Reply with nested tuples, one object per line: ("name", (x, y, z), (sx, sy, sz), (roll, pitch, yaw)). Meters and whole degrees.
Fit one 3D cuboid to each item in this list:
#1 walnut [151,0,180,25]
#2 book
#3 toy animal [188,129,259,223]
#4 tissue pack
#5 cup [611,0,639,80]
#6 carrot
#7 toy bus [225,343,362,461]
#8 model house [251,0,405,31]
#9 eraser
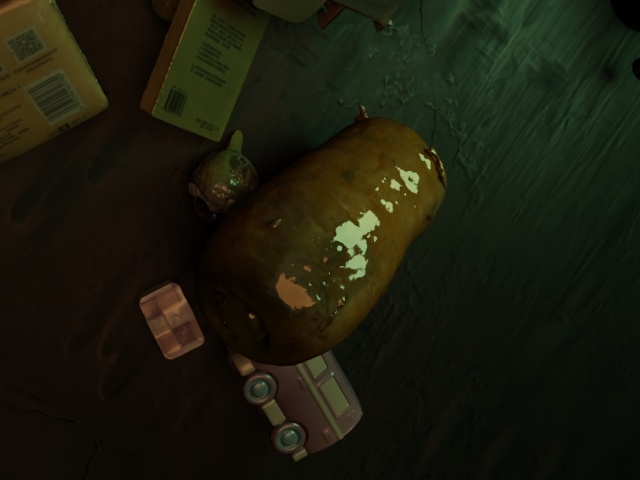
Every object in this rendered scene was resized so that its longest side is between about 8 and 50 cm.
("walnut", (-0.175, -0.318, 0.977), (0.092, 0.092, 0.092), (-4, 103, -18))
("book", (-0.139, -0.252, 0.980), (0.161, 0.026, 0.230), (15, 99, -64))
("toy animal", (-0.137, -0.085, 1.049), (0.098, 0.137, 0.098), (-4, 143, -3))
("tissue pack", (-0.440, -0.205, 0.856), (0.306, 0.238, 0.238), (-31, 110, -10))
("cup", (0.575, -0.374, 1.175), (0.166, 0.177, 0.239), (-10, 105, -18))
("carrot", (0.000, 0.000, 0.990), (0.340, 0.224, 0.224), (-47, 115, -36))
("toy bus", (-0.044, 0.197, 1.104), (0.142, 0.142, 0.202), (-30, 111, -5))
("model house", (-0.030, -0.419, 0.925), (0.326, 0.169, 0.244), (10, 60, -43))
("eraser", (-0.214, 0.113, 1.085), (0.065, 0.026, 0.105), (-26, 109, -10))
